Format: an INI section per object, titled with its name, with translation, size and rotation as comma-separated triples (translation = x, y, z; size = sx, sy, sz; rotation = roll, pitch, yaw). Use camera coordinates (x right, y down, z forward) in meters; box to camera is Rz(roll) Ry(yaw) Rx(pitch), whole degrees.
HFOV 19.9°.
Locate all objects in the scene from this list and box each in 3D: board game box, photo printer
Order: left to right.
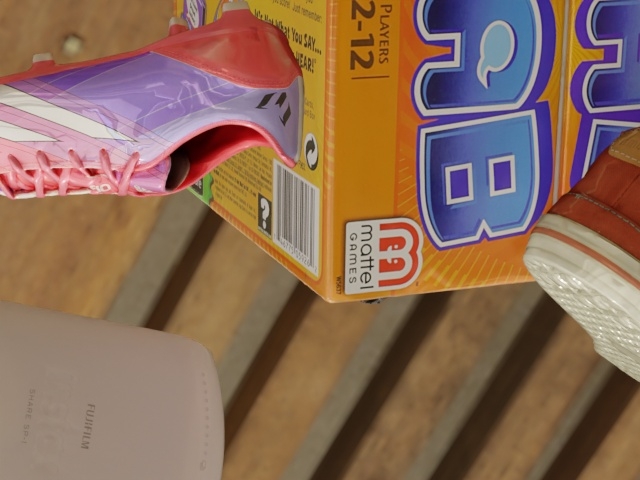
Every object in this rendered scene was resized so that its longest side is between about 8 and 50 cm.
[photo printer]
translation = -0.244, 0.192, 1.733
size = 0.307, 0.107, 0.256
rotation = 12, -118, -13
[board game box]
translation = 0.104, -0.188, 1.433
size = 0.356, 0.356, 0.356
rotation = -6, -161, -21

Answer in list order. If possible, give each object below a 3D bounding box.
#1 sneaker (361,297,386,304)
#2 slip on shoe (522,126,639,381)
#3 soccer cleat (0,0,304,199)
[sneaker]
translation = 0.000, 0.000, 1.737
size = 0.161, 0.057, 0.075
rotation = 33, -176, -13
[slip on shoe]
translation = 0.207, 0.034, 1.015
size = 0.123, 0.101, 0.331
rotation = 31, 174, 31
[soccer cleat]
translation = -0.125, -0.057, 1.021
size = 0.083, 0.248, 0.095
rotation = 31, -134, -67
